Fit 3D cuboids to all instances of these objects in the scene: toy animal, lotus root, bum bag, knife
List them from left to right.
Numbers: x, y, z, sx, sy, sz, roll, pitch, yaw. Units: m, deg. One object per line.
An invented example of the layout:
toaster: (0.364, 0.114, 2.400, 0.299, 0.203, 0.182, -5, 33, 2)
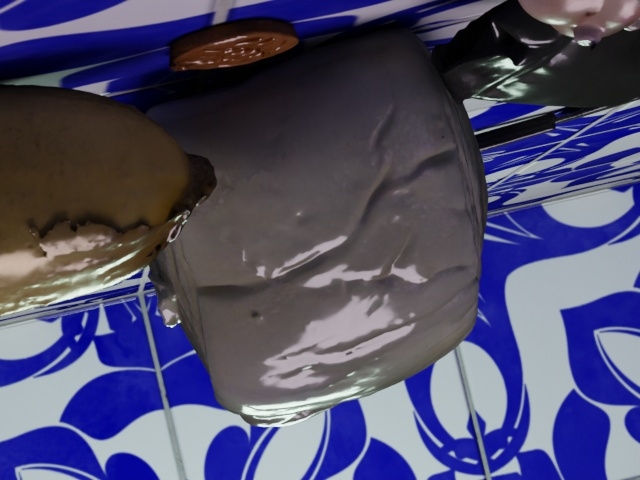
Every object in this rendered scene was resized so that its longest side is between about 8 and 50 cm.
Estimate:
lotus root: (-0.212, -0.020, 1.111, 0.303, 0.131, 0.146, -13, 153, -12)
knife: (0.268, -0.128, 1.990, 0.245, 0.019, 0.072, -16, 177, 6)
bum bag: (0.188, -0.135, 1.247, 0.142, 0.079, 0.326, -27, 166, 37)
toy animal: (0.152, -0.145, 1.006, 0.150, 0.089, 0.083, -5, 151, -44)

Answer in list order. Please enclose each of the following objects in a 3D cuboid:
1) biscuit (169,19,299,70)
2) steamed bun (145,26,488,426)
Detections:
biscuit: (-0.054, -0.112, 1.150, 0.078, 0.015, 0.091, -15, 175, 24)
steamed bun: (0.001, 0.003, 1.377, 0.247, 0.236, 0.383, -14, 177, -4)
